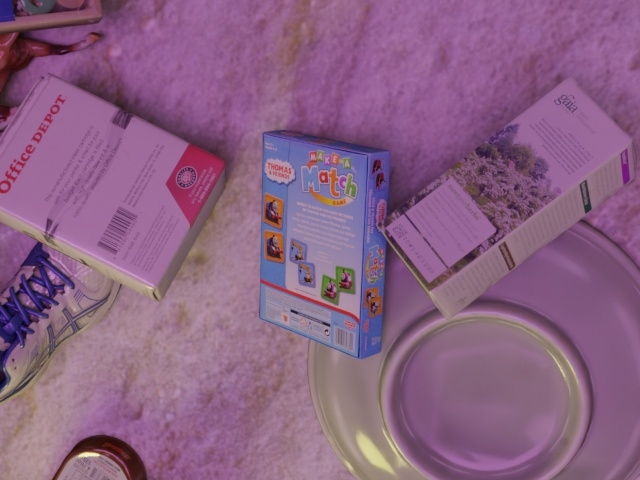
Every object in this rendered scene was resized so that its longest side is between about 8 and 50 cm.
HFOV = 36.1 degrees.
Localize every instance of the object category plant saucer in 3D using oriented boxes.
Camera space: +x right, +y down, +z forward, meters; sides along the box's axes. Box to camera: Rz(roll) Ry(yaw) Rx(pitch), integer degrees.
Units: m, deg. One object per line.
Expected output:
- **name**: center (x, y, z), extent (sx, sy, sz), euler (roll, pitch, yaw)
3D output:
- **plant saucer**: center (0.174, 0.156, 1.045), extent (0.400, 0.100, 0.400), euler (3, 105, 11)

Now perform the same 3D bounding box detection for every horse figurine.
- **horse figurine**: center (-0.363, -0.258, 1.057), extent (0.174, 0.066, 0.263), euler (-27, 105, 20)

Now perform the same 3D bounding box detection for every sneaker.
- **sneaker**: center (-0.328, 0.092, 1.112), extent (0.112, 0.131, 0.296), euler (37, 107, 2)

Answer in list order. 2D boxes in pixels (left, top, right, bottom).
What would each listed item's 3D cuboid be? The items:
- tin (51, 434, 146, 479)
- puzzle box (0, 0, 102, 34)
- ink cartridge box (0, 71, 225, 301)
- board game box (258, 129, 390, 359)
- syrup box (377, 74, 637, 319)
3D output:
- **tin**: center (-0.292, 0.326, 1.216), extent (0.106, 0.040, 0.189), euler (35, 108, 5)
- **puzzle box**: center (-0.381, -0.400, 0.947), extent (0.272, 0.052, 0.409), euler (-11, 97, -17)
- **ink cartridge box**: center (-0.231, -0.055, 1.041), extent (0.218, 0.092, 0.158), euler (27, 75, 2)
- **board game box**: center (0.000, 0.000, 1.027), extent (0.160, 0.039, 0.211), euler (17, 112, 44)
- **syrup box**: center (0.182, -0.039, 0.950), extent (0.237, 0.096, 0.093), euler (-37, 63, 2)
